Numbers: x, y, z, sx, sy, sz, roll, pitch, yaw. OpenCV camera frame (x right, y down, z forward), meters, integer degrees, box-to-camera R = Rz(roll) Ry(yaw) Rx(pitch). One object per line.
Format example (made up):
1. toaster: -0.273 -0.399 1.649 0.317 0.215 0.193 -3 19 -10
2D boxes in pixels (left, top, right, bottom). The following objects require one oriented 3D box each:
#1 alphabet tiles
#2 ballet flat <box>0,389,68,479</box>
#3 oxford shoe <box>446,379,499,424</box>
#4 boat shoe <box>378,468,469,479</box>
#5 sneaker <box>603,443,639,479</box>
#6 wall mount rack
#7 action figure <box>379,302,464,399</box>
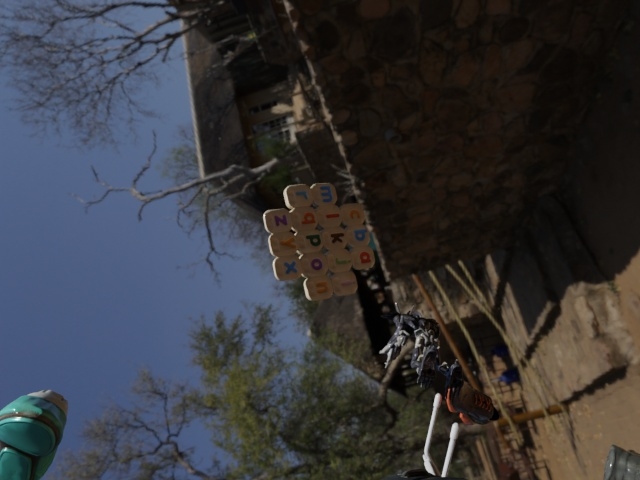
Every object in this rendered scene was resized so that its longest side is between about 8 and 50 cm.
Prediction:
1. alphabet tiles: 0.000 0.000 1.300 0.021 0.278 0.284 -28 73 59
2. ballet flat: -0.379 0.247 0.708 0.083 0.247 0.087 28 -139 -12
3. oxford shoe: 0.407 0.423 1.435 0.271 0.098 0.097 45 -133 -46
4. boat shoe: 0.032 0.415 0.679 0.156 0.500 0.186 11 101 53
5. sneaker: 0.697 0.512 1.138 0.286 0.130 0.109 27 -104 -46
6. wall mount rack: 0.334 0.579 1.354 0.304 0.130 0.350 63 -179 -2
7. action figure: 0.223 0.255 1.260 0.275 0.164 0.141 -116 47 -67
